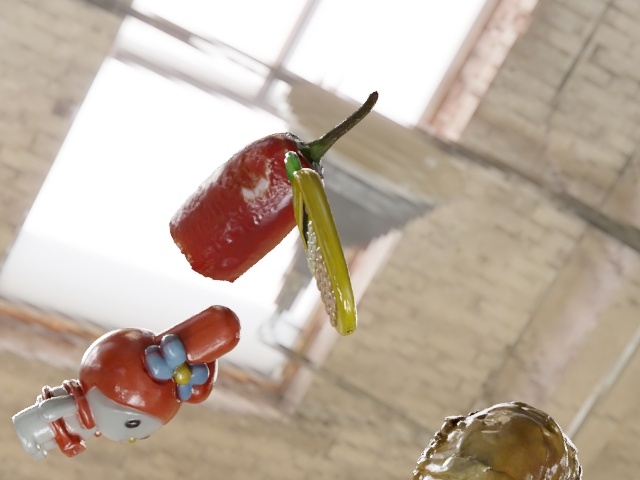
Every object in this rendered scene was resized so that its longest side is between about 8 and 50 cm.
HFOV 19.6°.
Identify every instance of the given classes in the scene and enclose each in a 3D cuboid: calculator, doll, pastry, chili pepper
[{"bbox_3d":[0.000,0.000,2.145,0.032,0.146,0.234,-14,-114,-8],"label":"calculator"},{"bbox_3d":[-0.221,0.167,2.184,0.129,0.290,0.161,62,176,20],"label":"doll"},{"bbox_3d":[0.203,0.344,2.266,0.184,0.315,0.284,7,-134,37],"label":"pastry"},{"bbox_3d":[-0.061,-0.083,2.555,0.131,0.338,0.134,23,-143,-45],"label":"chili pepper"}]
